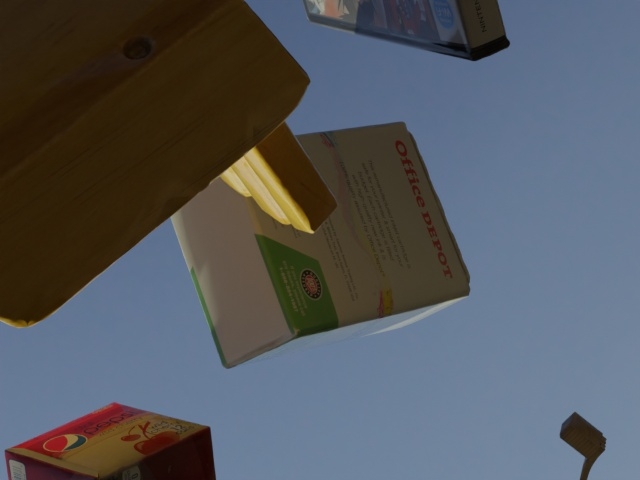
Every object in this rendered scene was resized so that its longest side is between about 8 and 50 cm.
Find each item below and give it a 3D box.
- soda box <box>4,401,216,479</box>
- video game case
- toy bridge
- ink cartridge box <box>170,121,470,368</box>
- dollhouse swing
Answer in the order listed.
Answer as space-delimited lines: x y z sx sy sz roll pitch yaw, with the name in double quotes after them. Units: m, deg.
-0.109 0.234 1.102 0.092 0.083 0.263 -21 -67 -46 "soda box"
0.025 -0.264 1.370 0.035 0.275 0.248 -25 -69 -19 "video game case"
0.162 0.219 1.494 0.188 0.063 0.026 -50 5 24 "toy bridge"
0.000 0.000 1.465 0.212 0.154 0.093 -12 -13 -46 "ink cartridge box"
-0.204 -0.074 1.127 0.315 0.347 0.305 -42 -30 -22 "dollhouse swing"
